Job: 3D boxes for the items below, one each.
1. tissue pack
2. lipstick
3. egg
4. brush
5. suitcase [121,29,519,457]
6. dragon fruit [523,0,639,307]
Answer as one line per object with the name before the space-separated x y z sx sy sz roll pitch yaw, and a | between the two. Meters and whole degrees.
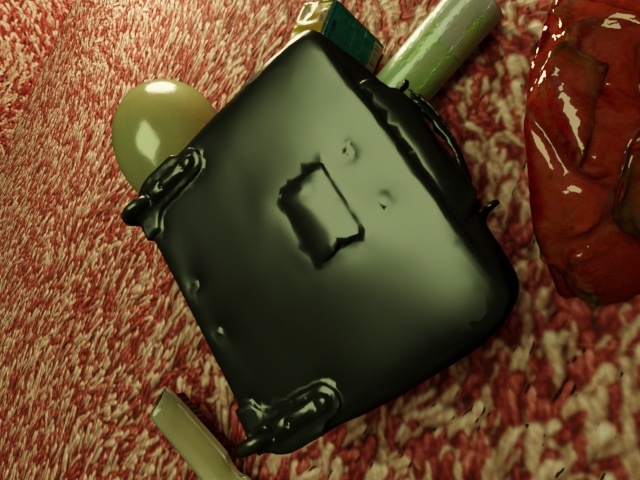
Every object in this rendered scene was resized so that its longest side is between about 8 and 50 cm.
tissue pack | 0.001 -0.225 0.677 0.082 0.120 0.169 25 94 42
lipstick | 0.091 -0.177 0.613 0.304 0.076 0.076 -48 50 18
egg | -0.256 -0.160 0.837 0.188 0.188 0.254 -33 66 29
brush | -0.128 0.318 0.662 0.321 0.050 0.060 31 95 35
suitcase | 0.000 0.000 0.512 0.339 0.188 0.345 -39 71 23
dragon fruit | 0.276 -0.113 0.375 0.205 0.152 0.317 -4 73 39
